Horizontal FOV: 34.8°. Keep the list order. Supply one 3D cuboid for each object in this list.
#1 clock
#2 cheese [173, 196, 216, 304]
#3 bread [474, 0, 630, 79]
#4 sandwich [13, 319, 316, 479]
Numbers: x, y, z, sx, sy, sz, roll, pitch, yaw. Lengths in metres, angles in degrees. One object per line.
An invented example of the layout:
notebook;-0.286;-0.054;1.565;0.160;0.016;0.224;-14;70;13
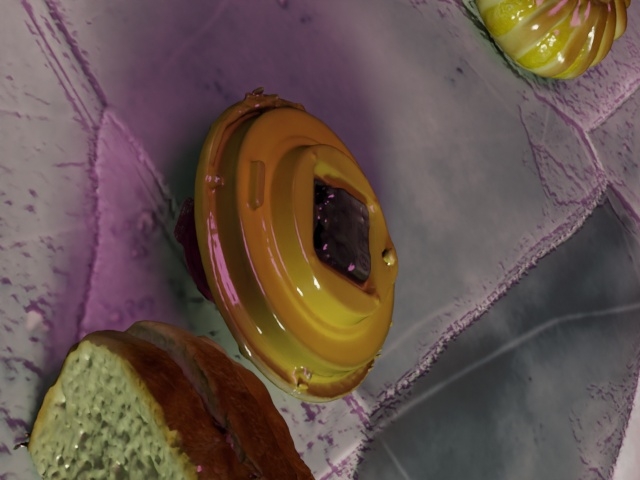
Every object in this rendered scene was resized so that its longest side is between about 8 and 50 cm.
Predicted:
clock;0.000;0.000;0.753;0.237;0.057;0.237;32;50;-47
cheese;-0.050;0.015;0.761;0.145;0.038;0.095;34;58;-34
bread;0.246;-0.268;1.053;0.213;0.105;0.213;14;68;-39
sandwich;-0.110;0.211;0.598;0.100;0.288;0.254;14;23;-43
